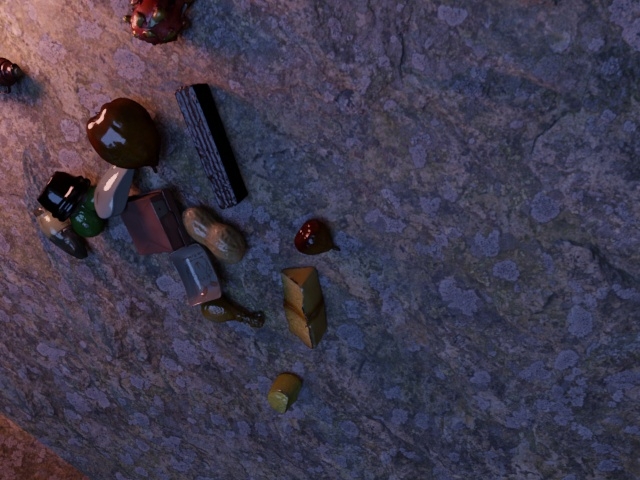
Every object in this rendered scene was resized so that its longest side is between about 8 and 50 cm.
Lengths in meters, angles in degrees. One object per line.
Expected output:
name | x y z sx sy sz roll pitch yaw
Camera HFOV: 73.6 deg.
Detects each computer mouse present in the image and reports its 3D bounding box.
computer mouse | -0.700 -0.185 1.442 0.127 0.079 0.231 7 83 33

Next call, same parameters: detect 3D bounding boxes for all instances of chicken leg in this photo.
chicken leg | -0.331 0.272 1.604 0.251 0.087 0.107 18 128 0

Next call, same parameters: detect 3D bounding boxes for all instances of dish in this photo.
dish | -0.437 0.116 1.551 0.151 0.077 0.213 -20 97 21

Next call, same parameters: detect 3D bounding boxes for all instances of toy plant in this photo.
toy plant | -0.864 -0.129 1.528 0.235 0.175 0.218 34 115 -31

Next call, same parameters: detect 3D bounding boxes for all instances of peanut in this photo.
peanut | -0.361 -0.024 1.458 0.256 0.123 0.123 40 117 -4

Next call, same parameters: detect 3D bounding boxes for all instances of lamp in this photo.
lamp | -0.992 -0.026 1.639 0.101 0.101 0.250 -29 107 25

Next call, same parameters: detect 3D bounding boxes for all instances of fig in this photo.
fig | -0.007 -0.012 1.391 0.119 0.152 0.119 11 104 53

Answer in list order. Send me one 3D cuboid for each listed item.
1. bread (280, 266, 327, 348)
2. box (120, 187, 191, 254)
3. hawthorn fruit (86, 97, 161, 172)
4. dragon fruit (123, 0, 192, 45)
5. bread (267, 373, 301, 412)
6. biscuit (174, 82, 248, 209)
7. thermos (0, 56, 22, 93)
bread | -0.053 0.231 1.499 0.141 0.178 0.266 -17 115 -12
box | -0.585 -0.060 1.492 0.215 0.086 0.215 -4 112 34
hawthorn fruit | -0.603 -0.317 1.360 0.208 0.208 0.248 -30 119 25
dragon fruit | -0.438 -0.633 1.197 0.207 0.150 0.133 -36 101 0
bread | -0.144 0.597 1.682 0.111 0.114 0.129 16 114 15
biscuit | -0.331 -0.288 1.334 0.073 0.107 0.389 -11 110 17
thermos | -1.093 -0.556 1.426 0.231 0.099 0.124 6 111 13
